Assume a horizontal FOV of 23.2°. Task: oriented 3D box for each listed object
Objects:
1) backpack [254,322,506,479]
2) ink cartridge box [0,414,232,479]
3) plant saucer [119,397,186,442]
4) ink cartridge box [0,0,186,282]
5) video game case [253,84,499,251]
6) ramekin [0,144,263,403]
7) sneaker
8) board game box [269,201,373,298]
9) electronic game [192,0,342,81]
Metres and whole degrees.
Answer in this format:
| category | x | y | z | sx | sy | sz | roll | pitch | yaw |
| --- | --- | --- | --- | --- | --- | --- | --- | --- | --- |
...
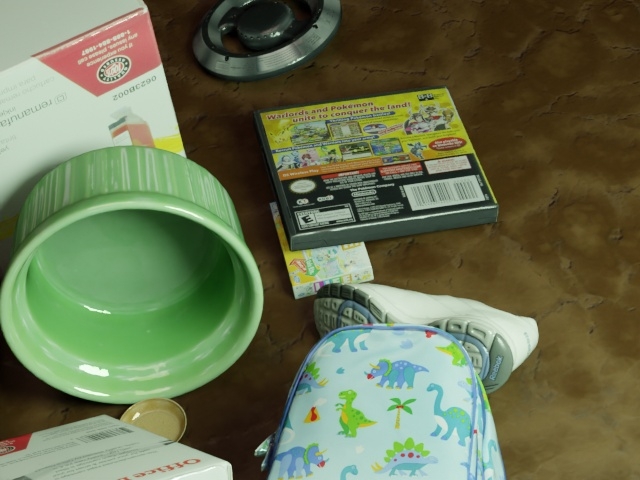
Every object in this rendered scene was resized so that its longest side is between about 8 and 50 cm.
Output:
| category | x | y | z | sx | sy | sz | roll | pitch | yaw |
| --- | --- | --- | --- | --- | --- | --- | --- | --- | --- |
| backpack | 0.068 | 0.259 | 1.627 | 0.290 | 0.273 | 0.355 | -1 | 35 | 19 |
| ink cartridge box | -0.239 | 0.278 | 1.619 | 0.197 | 0.114 | 0.273 | -12 | 11 | -34 |
| plant saucer | -0.198 | 0.224 | 1.844 | 0.083 | 0.015 | 0.083 | -5 | 47 | 5 |
| ink cartridge box | -0.328 | -0.134 | 1.949 | 0.279 | 0.385 | 0.160 | -27 | 52 | -14 |
| video game case | 0.068 | -0.099 | 2.051 | 0.274 | 0.035 | 0.248 | -8 | 46 | -10 |
| ramekin | -0.225 | 0.034 | 1.839 | 0.303 | 0.303 | 0.148 | -12 | 39 | 0 |
| sneaker | 0.121 | 0.110 | 1.842 | 0.297 | 0.111 | 0.129 | 15 | 21 | 36 |
| board game box | 0.000 | 0.000 | 2.004 | 0.103 | 0.026 | 0.154 | -14 | 47 | -3 |
| electronic game | -0.079 | -0.315 | 2.294 | 0.229 | 0.048 | 0.229 | -11 | 44 | 11 |
